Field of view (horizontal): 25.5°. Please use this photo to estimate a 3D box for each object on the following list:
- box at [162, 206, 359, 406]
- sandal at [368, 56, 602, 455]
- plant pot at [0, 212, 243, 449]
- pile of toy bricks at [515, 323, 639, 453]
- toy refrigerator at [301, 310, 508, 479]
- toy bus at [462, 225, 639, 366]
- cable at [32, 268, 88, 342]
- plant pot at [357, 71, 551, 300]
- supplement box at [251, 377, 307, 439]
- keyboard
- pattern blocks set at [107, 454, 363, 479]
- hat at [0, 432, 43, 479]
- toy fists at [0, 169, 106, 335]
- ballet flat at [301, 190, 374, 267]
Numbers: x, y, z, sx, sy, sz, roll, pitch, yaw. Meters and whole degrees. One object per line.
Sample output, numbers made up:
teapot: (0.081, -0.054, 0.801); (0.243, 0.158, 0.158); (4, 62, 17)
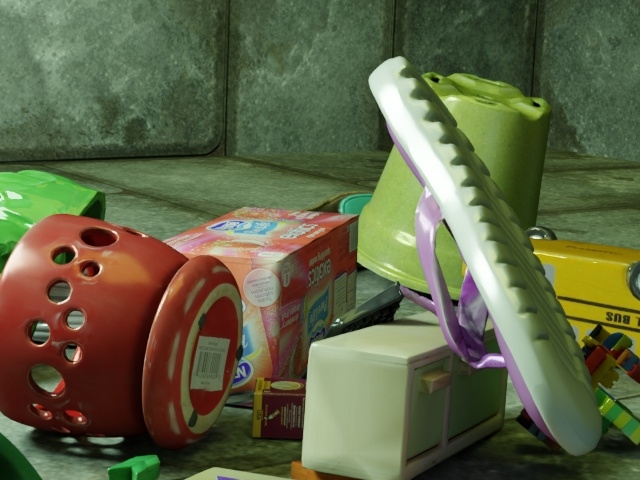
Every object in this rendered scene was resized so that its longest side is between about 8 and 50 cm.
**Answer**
box: (-0.063, 0.061, 1.476); (0.142, 0.154, 0.300); (4, 11, 15)
sandal: (0.118, 0.020, 1.171); (0.169, 0.102, 0.416); (41, 21, -45)
plant pot: (-0.169, 0.081, 1.225); (0.174, 0.191, 0.191); (8, 11, 17)
pile of toy bricks: (0.256, 0.147, 1.260); (0.105, 0.118, 0.212); (41, 8, 12)
toy refrigerator: (0.085, 0.127, 1.200); (0.094, 0.102, 0.269); (6, 5, 25)
toy bus: (0.324, 0.067, 1.580); (0.333, 0.130, 0.108); (9, 13, 34)
cable: (-0.263, 0.056, 1.646); (0.257, 0.089, 0.257); (-4, 11, -25)
plant pot: (0.193, -0.084, 1.907); (0.276, 0.253, 0.276); (12, 19, -4)
supplement box: (-0.019, 0.151, 1.271); (0.083, 0.043, 0.055); (2, 9, -1)
keyboard: (0.033, 0.095, 1.300); (0.108, 0.023, 0.180); (-31, -16, -28)
pattern blocks set: (-0.029, 0.200, 1.008); (0.325, 0.026, 0.285); (7, 6, 30)
hat: (-0.299, 0.211, 0.919); (0.208, 0.183, 0.173); (44, 21, -5)
toy fists: (-0.343, 0.030, 1.482); (0.142, 0.096, 0.279); (17, 50, 12)
ballet flat: (0.000, 0.000, 2.045); (0.124, 0.116, 0.342); (-15, 0, 41)
